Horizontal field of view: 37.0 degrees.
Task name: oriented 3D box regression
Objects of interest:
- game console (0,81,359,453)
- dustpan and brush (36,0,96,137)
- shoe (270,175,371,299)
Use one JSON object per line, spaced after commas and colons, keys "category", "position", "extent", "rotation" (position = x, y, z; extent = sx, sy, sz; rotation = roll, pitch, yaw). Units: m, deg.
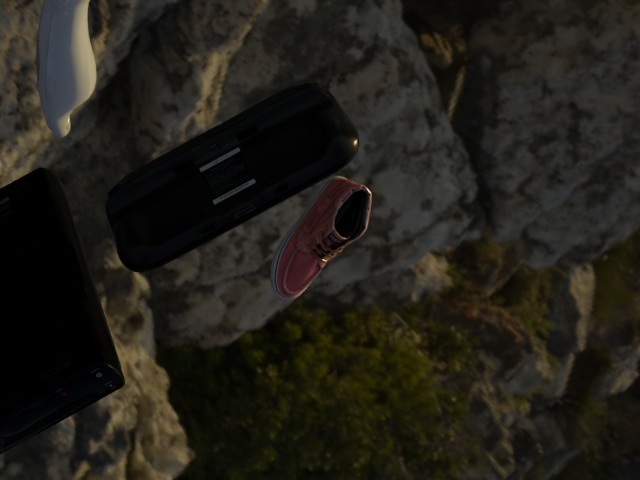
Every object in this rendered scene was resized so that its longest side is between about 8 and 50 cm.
{"category": "game console", "position": [-0.135, -0.001, 0.715], "extent": [0.361, 0.213, 0.044], "rotation": [-29, 141, 1]}
{"category": "dustpan and brush", "position": [-0.069, -0.111, 0.302], "extent": [0.060, 0.147, 0.211], "rotation": [2, 139, -5]}
{"category": "shoe", "position": [0.000, 0.000, 1.220], "extent": [0.063, 0.081, 0.178], "rotation": [31, 86, -25]}
